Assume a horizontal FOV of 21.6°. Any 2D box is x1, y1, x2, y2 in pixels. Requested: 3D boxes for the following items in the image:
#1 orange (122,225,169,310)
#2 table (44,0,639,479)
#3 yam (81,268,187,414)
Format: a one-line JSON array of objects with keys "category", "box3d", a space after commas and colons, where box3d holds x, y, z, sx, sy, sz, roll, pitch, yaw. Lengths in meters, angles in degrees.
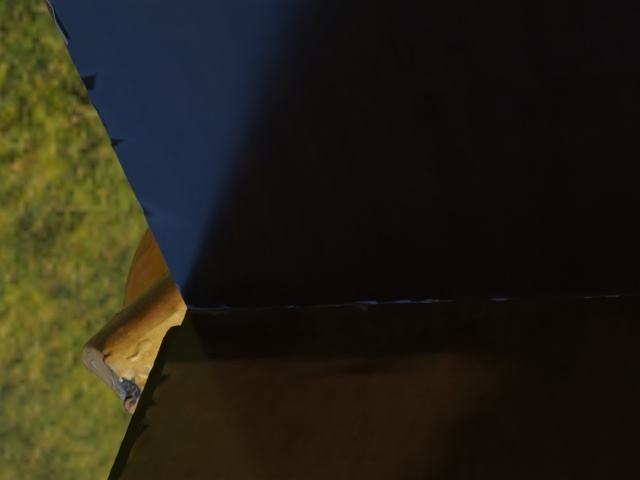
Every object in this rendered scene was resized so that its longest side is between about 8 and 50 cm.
[{"category": "orange", "box3d": [0.003, 0.043, 0.923, 0.219, 0.193, 0.219, 26, 153, 14]}, {"category": "table", "box3d": [0.004, 0.041, 0.238, 0.196, 0.251, 0.282, -2, 133, 22]}, {"category": "yam", "box3d": [0.000, 0.000, 0.708, 0.241, 0.057, 0.057, -36, 168, -32]}]
